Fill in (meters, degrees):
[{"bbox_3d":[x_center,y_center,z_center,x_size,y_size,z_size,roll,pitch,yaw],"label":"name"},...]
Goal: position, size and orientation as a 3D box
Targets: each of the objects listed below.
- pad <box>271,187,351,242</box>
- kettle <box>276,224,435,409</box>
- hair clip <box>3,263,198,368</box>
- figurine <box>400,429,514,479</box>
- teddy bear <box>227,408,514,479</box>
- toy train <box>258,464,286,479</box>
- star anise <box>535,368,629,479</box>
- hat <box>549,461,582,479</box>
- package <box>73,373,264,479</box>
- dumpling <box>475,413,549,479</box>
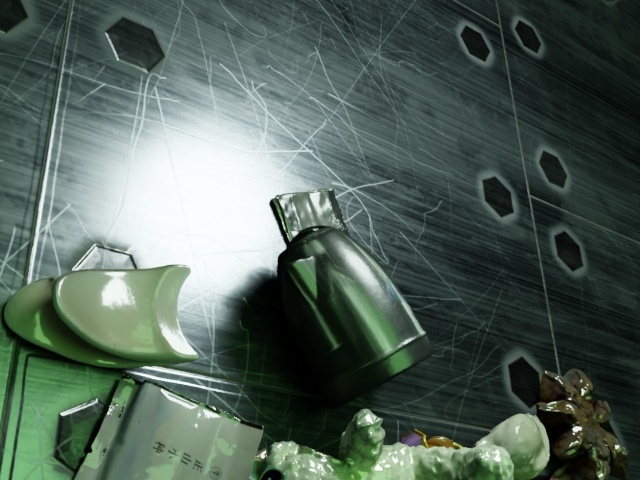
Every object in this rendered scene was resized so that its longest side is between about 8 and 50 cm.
[{"bbox_3d":[0.000,0.000,1.698,0.174,0.022,0.233,-8,73,-43],"label":"pad"},{"bbox_3d":[0.058,0.117,1.561,0.324,0.228,0.321,61,27,7],"label":"kettle"},{"bbox_3d":[-0.346,0.118,1.292,0.282,0.113,0.172,11,60,-42],"label":"hair clip"},{"bbox_3d":[0.251,0.462,1.575,0.263,0.142,0.189,22,23,-28],"label":"figurine"},{"bbox_3d":[0.071,0.442,1.316,0.362,0.375,0.327,12,80,-52],"label":"teddy bear"},{"bbox_3d":[-0.110,0.446,1.241,0.207,0.043,0.047,-62,156,-6],"label":"toy train"},{"bbox_3d":[0.620,0.443,1.898,0.315,0.108,0.315,26,39,-22],"label":"star anise"},{"bbox_3d":[0.566,0.625,1.766,0.286,0.107,0.236,-10,57,-49],"label":"hat"},{"bbox_3d":[-0.233,0.341,1.268,0.251,0.062,0.204,23,53,-7],"label":"package"},{"bbox_3d":[0.425,0.451,1.745,0.199,0.118,0.136,-10,71,-27],"label":"dumpling"}]
